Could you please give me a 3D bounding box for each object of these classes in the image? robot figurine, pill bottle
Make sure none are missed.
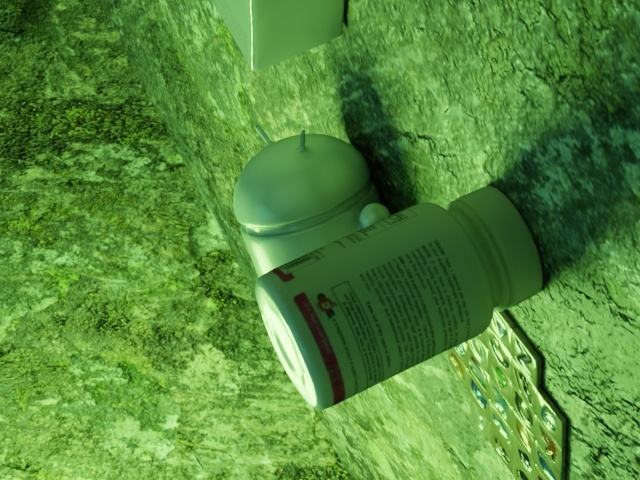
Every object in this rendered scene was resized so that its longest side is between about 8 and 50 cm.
[{"bbox_3d":[0.000,0.000,1.990,0.300,0.200,0.353,1,119,45],"label":"robot figurine"},{"bbox_3d":[0.087,0.056,1.537,0.160,0.283,0.160,60,167,24],"label":"pill bottle"}]

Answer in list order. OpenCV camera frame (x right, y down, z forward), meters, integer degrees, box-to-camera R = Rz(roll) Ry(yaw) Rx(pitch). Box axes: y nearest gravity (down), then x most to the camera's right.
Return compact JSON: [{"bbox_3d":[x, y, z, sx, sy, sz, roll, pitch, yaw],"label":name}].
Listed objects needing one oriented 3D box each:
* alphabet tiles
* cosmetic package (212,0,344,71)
[{"bbox_3d":[0.235,0.193,1.823,0.285,0.011,0.342,55,164,38],"label":"alphabet tiles"},{"bbox_3d":[-0.075,-0.372,1.738,0.224,0.138,0.224,60,165,22],"label":"cosmetic package"}]
